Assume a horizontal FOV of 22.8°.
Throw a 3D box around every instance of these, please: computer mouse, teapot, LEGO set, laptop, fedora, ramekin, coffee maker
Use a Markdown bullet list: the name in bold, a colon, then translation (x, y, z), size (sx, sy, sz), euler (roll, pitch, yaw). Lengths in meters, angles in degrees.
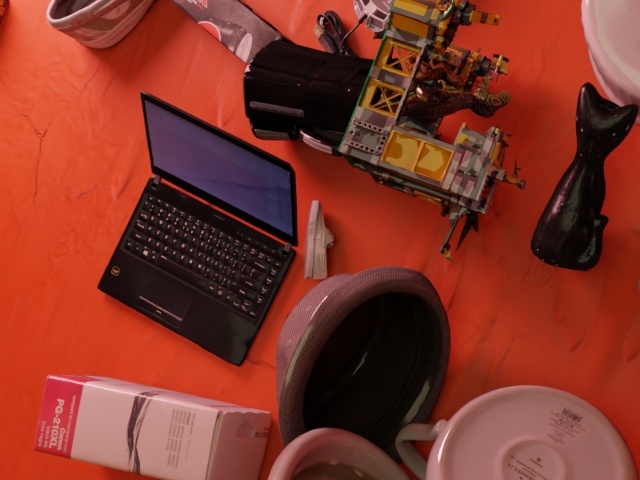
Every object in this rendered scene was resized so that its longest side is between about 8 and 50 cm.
- **computer mouse**: translation (0.082, -0.295, 1.984), size (0.193, 0.042, 0.106), euler (-44, 67, 16)
- **teapot**: translation (0.231, 0.298, 1.788), size (0.252, 0.187, 0.256), euler (-9, 55, -4)
- **LEGO set**: translation (0.164, -0.136, 1.795), size (0.192, 0.331, 0.255), euler (21, 78, 13)
- **laptop**: translation (-0.161, -0.012, 1.985), size (0.234, 0.136, 0.264), euler (27, 93, 21)
- **fedora**: translation (0.028, 0.148, 1.877), size (0.124, 0.244, 0.275), euler (26, 96, 50)
- **ramekin**: translation (0.430, -0.259, 1.801), size (0.277, 0.135, 0.277), euler (-3, 82, 19)
- **coffee maker**: translation (0.006, -0.191, 1.943), size (0.178, 0.120, 0.171), euler (14, 105, 22)

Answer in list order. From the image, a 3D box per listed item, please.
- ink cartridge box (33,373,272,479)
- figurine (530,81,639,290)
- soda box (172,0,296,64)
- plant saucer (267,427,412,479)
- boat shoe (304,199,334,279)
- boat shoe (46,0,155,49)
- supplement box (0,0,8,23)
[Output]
- **ink cartridge box**: translation (-0.203, 0.235, 1.950), size (0.237, 0.172, 0.100), euler (9, 87, 21)
- **figurine**: translation (0.363, -0.052, 1.783), size (0.215, 0.092, 0.209), euler (21, 116, 20)
- **soda box**: translation (-0.116, -0.283, 2.046), size (0.169, 0.053, 0.060), euler (41, 98, 20)
- **plant saucer**: translation (0.033, 0.407, 1.733), size (0.100, 0.400, 0.400), euler (-26, 75, 27)
- **boat shoe**: translation (0.000, 0.000, 1.983), size (0.035, 0.035, 0.100), euler (5, 80, -7)
- **boat shoe**: translation (-0.233, -0.389, 2.074), size (0.320, 0.103, 0.118), euler (-46, 71, 10)
- **supplement box**: translation (-0.470, -0.304, 2.176), size (0.043, 0.055, 0.083), euler (19, 91, 20)
